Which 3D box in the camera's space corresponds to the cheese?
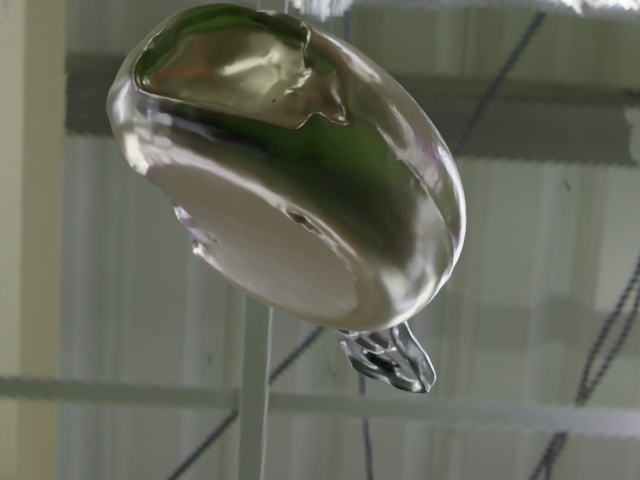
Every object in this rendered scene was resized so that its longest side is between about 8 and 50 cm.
[{"bbox_3d":[0.000,0.000,0.911,0.163,0.286,0.082,21,-114,26],"label":"cheese"}]
